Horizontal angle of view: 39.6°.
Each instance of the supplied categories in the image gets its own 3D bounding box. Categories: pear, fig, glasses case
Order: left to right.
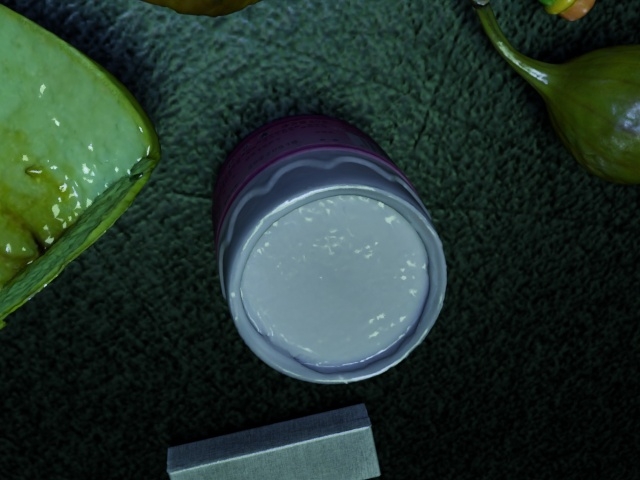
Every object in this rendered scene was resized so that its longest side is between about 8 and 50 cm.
[{"bbox_3d":[-0.281,-0.071,0.707,0.288,0.139,0.239,-41,96,14],"label":"pear"},{"bbox_3d":[-0.046,0.221,0.895,0.205,0.047,0.070,-13,117,-3],"label":"glasses case"},{"bbox_3d":[0.216,-0.134,0.754,0.236,0.124,0.124,27,106,-10],"label":"fig"}]

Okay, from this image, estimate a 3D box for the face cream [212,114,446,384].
[{"bbox_3d":[0.000,0.000,0.733,0.175,0.195,0.175,-3,111,-7],"label":"face cream"}]

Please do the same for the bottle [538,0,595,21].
[{"bbox_3d":[0.149,-0.242,0.727,0.187,0.069,0.069,30,105,-21],"label":"bottle"}]

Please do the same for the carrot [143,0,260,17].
[{"bbox_3d":[-0.044,-0.307,0.581,0.341,0.241,0.241,-39,111,5],"label":"carrot"}]
